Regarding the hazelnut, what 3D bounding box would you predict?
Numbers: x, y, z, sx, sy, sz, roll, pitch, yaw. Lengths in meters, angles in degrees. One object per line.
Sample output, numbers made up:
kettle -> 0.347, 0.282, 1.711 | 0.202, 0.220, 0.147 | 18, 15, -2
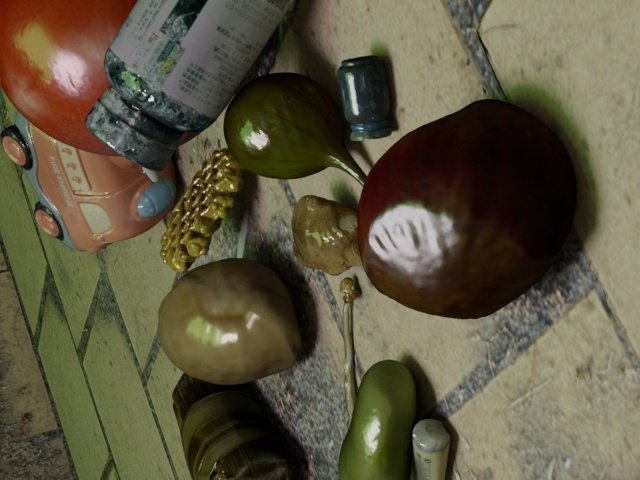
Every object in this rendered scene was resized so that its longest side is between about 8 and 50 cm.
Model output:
hazelnut -> 0.123, -0.020, 1.072 | 0.201, 0.160, 0.170 | -26, 91, 29

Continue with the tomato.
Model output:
tomato -> -0.244, -0.250, 1.572 | 0.321, 0.321, 0.322 | 45, 142, 51

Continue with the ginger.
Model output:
ginger -> -0.004, -0.007, 1.453 | 0.096, 0.067, 0.165 | 57, 159, -10

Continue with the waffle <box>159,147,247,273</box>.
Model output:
waffle -> -0.161, -0.040, 1.715 | 0.191, 0.038, 0.191 | -47, 27, 33

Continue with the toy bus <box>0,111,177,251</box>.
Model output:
toy bus -> -0.334, -0.122, 1.981 | 0.232, 0.194, 0.288 | 6, 126, 40

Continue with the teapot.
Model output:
teapot -> 0.042, -0.144, 1.292 | 0.063, 0.049, 0.083 | 21, 122, 63

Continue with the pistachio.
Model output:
pistachio -> -0.120, 0.110, 1.676 | 0.181, 0.162, 0.293 | 35, 158, -14

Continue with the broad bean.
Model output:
broad bean -> 0.061, 0.217, 1.387 | 0.124, 0.082, 0.175 | -85, -3, -49

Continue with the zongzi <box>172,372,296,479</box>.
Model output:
zongzi -> -0.122, 0.355, 1.875 | 0.286, 0.134, 0.288 | -124, 22, -52

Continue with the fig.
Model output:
fig -> -0.003, -0.091, 1.377 | 0.236, 0.124, 0.124 | 41, 142, 26

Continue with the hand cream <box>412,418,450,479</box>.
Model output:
hand cream -> 0.119, 0.247, 1.363 | 0.143, 0.039, 0.061 | 87, 157, -45

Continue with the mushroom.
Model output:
mushroom -> 0.036, 0.168, 1.526 | 0.025, 0.028, 0.286 | 10, 121, 19

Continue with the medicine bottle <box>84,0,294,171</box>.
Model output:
medicine bottle -> -0.136, -0.220, 1.367 | 0.293, 0.141, 0.141 | -57, 37, 8
